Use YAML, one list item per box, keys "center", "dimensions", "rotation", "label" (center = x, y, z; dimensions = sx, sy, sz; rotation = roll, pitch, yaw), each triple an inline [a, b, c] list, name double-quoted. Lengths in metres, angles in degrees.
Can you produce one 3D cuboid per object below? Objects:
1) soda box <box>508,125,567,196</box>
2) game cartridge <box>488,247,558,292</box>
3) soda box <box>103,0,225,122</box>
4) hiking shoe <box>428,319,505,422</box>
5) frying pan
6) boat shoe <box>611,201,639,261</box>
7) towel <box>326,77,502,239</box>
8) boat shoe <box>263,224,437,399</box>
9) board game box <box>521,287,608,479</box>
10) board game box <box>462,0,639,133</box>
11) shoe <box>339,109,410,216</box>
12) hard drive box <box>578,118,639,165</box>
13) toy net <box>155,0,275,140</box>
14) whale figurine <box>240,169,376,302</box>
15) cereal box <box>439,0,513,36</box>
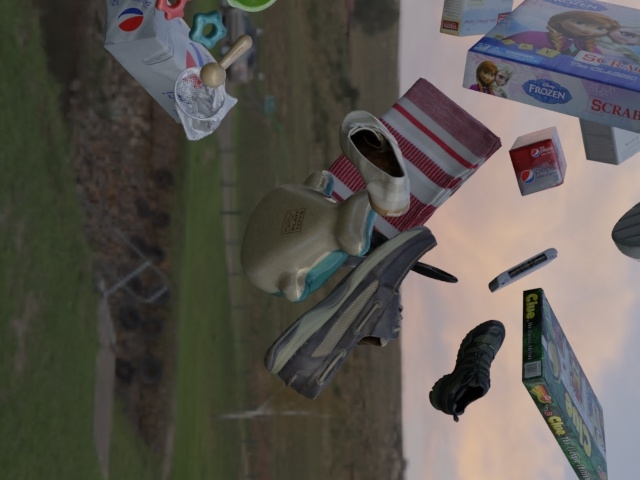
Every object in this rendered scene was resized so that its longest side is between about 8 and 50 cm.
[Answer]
- center: [0.425, -0.159, 1.919]
  dimensions: [0.263, 0.083, 0.092]
  rotation: [-40, 113, -71]
  label: "soda box"
- center: [0.243, 0.036, 1.195]
  dimensions: [0.017, 0.083, 0.056]
  rotation: [61, -10, 14]
  label: "game cartridge"
- center: [-0.256, -0.303, 1.671]
  dimensions: [0.286, 0.098, 0.091]
  rotation: [50, 36, -65]
  label: "soda box"
- center: [0.325, 0.271, 2.036]
  dimensions: [0.227, 0.086, 0.114]
  rotation: [-56, -151, -2]
  label: "hiking shoe"
- center: [0.098, 0.019, 1.810]
  dimensions: [0.197, 0.326, 0.053]
  rotation: [-50, 155, -69]
  label: "frying pan"
- center: [0.500, 0.001, 1.207]
  dimensions: [0.121, 0.119, 0.335]
  rotation: [-51, -162, -18]
  label: "boat shoe"
- center: [0.183, -0.165, 2.054]
  dimensions: [0.237, 0.329, 0.037]
  rotation: [42, -10, 22]
  label: "towel"
- center: [0.069, 0.121, 1.627]
  dimensions: [0.130, 0.355, 0.132]
  rotation: [48, -10, 3]
  label: "boat shoe"
- center: [0.299, 0.190, 1.201]
  dimensions: [0.260, 0.030, 0.136]
  rotation: [55, 34, -37]
  label: "board game box"
- center: [0.419, -0.272, 1.472]
  dimensions: [0.318, 0.318, 0.066]
  rotation: [-45, 147, -48]
  label: "board game box"
- center: [0.076, -0.120, 1.333]
  dimensions: [0.219, 0.076, 0.058]
  rotation: [-111, -167, -47]
  label: "shoe"
- center: [0.623, -0.301, 2.050]
  dimensions: [0.089, 0.181, 0.232]
  rotation: [20, -46, 52]
  label: "hard drive box"
- center: [-0.119, -0.205, 1.050]
  dimensions: [0.045, 0.122, 0.232]
  rotation: [45, -52, 45]
  label: "toy net"
- center: [0.000, 0.000, 1.501]
  dimensions: [0.272, 0.141, 0.216]
  rotation: [-13, -124, 46]
  label: "whale figurine"
- center: [0.273, -0.460, 1.627]
  dimensions: [0.173, 0.047, 0.240]
  rotation: [-17, 122, -50]
  label: "cereal box"
